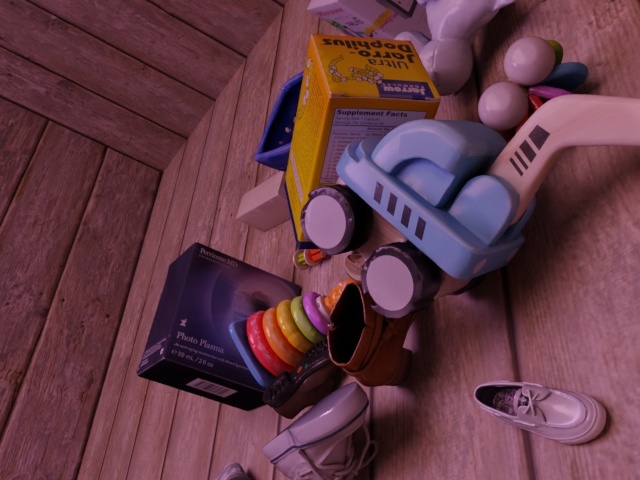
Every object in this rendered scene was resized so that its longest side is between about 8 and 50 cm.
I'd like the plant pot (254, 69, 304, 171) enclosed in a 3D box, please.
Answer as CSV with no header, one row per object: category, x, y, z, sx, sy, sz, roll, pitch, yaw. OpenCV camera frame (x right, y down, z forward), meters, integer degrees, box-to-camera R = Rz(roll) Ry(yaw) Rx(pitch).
plant pot,0.002,-0.270,1.637,0.236,0.212,0.236,-5,63,63

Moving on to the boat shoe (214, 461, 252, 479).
boat shoe,-0.247,0.636,1.420,0.321,0.118,0.103,-63,18,-4

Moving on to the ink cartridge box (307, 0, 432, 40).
ink cartridge box,0.149,-0.570,1.553,0.197,0.270,0.198,-64,24,3

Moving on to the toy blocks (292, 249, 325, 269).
toy blocks,0.000,0.000,1.581,0.148,0.054,0.123,-26,44,54

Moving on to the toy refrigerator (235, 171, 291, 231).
toy refrigerator,-0.133,-0.113,1.894,0.269,0.102,0.094,-24,47,56

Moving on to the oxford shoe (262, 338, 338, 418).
oxford shoe,-0.001,0.268,1.315,0.227,0.096,0.083,-41,15,8

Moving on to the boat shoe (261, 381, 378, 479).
boat shoe,0.015,0.361,1.111,0.135,0.156,0.367,-33,-11,-36

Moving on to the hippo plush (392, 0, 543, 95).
hippo plush,0.268,-0.413,1.323,0.294,0.234,0.237,27,115,25

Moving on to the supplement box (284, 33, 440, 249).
supplement box,0.059,-0.173,1.231,0.357,0.194,0.195,104,159,-44

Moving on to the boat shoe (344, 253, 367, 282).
boat shoe,0.104,0.047,1.292,0.190,0.068,0.072,26,130,58

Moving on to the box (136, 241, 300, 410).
box,-0.231,0.206,1.558,0.182,0.296,0.294,-35,39,49

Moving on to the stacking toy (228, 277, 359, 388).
stacking toy,-0.024,0.168,1.390,0.301,0.166,0.175,-36,-10,18

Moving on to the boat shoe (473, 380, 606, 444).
boat shoe,0.270,0.209,0.839,0.184,0.063,0.066,2,69,64

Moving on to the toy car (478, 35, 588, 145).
toy car,0.342,-0.215,1.025,0.136,0.159,0.182,34,99,30

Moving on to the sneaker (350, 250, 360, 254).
sneaker,0.098,-0.019,1.416,0.118,0.042,0.067,-52,30,9

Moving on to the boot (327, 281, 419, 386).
boot,0.083,0.095,1.088,0.109,0.220,0.284,1,72,30

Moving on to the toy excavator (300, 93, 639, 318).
toy excavator,0.235,-0.085,0.916,0.433,0.222,0.445,43,123,27
